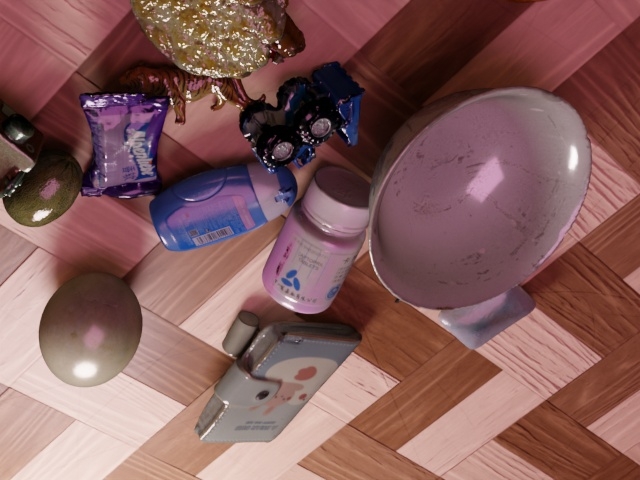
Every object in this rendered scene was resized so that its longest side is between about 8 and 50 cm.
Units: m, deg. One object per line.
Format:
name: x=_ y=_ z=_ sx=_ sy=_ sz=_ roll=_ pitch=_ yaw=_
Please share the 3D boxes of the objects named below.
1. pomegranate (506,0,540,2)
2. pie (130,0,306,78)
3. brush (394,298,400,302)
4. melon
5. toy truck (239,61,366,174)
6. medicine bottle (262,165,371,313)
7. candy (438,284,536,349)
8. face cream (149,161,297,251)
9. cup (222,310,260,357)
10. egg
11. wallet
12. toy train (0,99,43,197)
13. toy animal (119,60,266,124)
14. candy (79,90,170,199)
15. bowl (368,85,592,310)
pomegranate: x=0.305 y=-0.461 z=1.521 sx=0.215 sy=0.215 sz=0.215 roll=-6 pitch=129 yaw=-7
pie: x=-0.166 y=-0.375 z=1.565 sx=0.257 sy=0.105 sz=0.274 roll=-7 pitch=129 yaw=5
brush: x=0.185 y=0.104 z=2.072 sx=0.083 sy=0.008 sz=0.024 roll=-37 pitch=129 yaw=17
melon: x=-0.476 y=-0.087 z=1.719 sx=0.167 sy=0.114 sz=0.114 roll=-35 pitch=127 yaw=28
toy truck: x=-0.021 y=-0.197 z=1.705 sx=0.208 sy=0.113 sz=0.126 roll=-34 pitch=136 yaw=-1
medicine bottle: x=0.000 y=0.000 z=1.861 sx=0.152 sy=0.152 sz=0.254 roll=13 pitch=125 yaw=-21
candy: x=0.347 y=0.148 z=2.099 sx=0.174 sy=0.071 sz=0.138 roll=-37 pitch=126 yaw=17
face cream: x=-0.169 y=-0.068 z=1.816 sx=0.264 sy=0.083 sz=0.149 roll=-18 pitch=132 yaw=3
cup: x=-0.151 y=0.193 z=2.041 sx=0.075 sy=0.054 sz=0.083 roll=27 pitch=119 yaw=-2
egg: x=-0.427 y=0.165 z=1.881 sx=0.187 sy=0.186 sz=0.253 roll=12 pitch=123 yaw=-20
wallet: x=-0.100 y=0.298 z=2.102 sx=0.252 sy=0.083 sz=0.360 roll=11 pitch=127 yaw=-42
toy train: x=-0.582 y=-0.111 z=1.654 sx=0.326 sy=0.159 sz=0.129 roll=-37 pitch=123 yaw=22
toy animal: x=-0.210 y=-0.248 z=1.683 sx=0.241 sy=0.057 sz=0.099 roll=-4 pitch=128 yaw=-8
candy: x=-0.333 y=-0.158 z=1.705 sx=0.145 sy=0.070 sz=0.275 roll=-2 pitch=145 yaw=-14
bowl: x=0.240 y=-0.108 z=1.774 sx=0.435 sy=0.196 sz=0.434 roll=-13 pitch=127 yaw=-19
